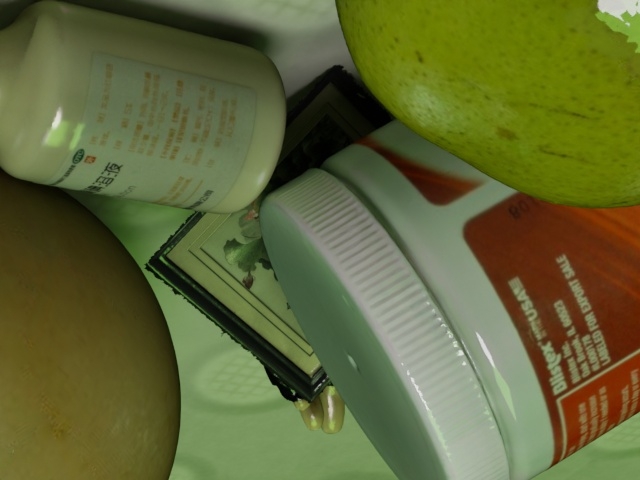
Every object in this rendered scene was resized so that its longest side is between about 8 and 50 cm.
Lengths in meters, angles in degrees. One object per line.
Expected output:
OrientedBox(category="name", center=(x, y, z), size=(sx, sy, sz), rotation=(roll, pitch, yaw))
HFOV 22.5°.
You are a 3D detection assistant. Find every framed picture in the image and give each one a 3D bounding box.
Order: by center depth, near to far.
OrientedBox(category="framed picture", center=(0.000, 0.000, 1.163), size=(0.199, 0.010, 0.195), rotation=(-47, 125, 1))

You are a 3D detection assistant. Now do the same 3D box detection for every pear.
OrientedBox(category="pear", center=(0.150, -0.154, 0.846), size=(0.294, 0.294, 0.294), rotation=(-8, 148, -5))

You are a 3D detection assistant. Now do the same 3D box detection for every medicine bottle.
OrientedBox(category="medicine bottle", center=(-0.151, -0.088, 0.995), size=(0.252, 0.114, 0.114), rotation=(10, 142, -31))
OrientedBox(category="medicine bottle", center=(0.121, 0.022, 1.074), size=(0.241, 0.252, 0.252), rotation=(-31, 150, -12))

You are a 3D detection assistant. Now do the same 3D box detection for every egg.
OrientedBox(category="egg", center=(-0.246, 0.100, 1.087), size=(0.301, 0.301, 0.374), rotation=(-7, 142, -7))

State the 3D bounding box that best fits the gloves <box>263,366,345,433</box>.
OrientedBox(category="gloves", center=(0.015, 0.082, 1.315), size=(0.164, 0.124, 0.203), rotation=(8, 155, -4))
